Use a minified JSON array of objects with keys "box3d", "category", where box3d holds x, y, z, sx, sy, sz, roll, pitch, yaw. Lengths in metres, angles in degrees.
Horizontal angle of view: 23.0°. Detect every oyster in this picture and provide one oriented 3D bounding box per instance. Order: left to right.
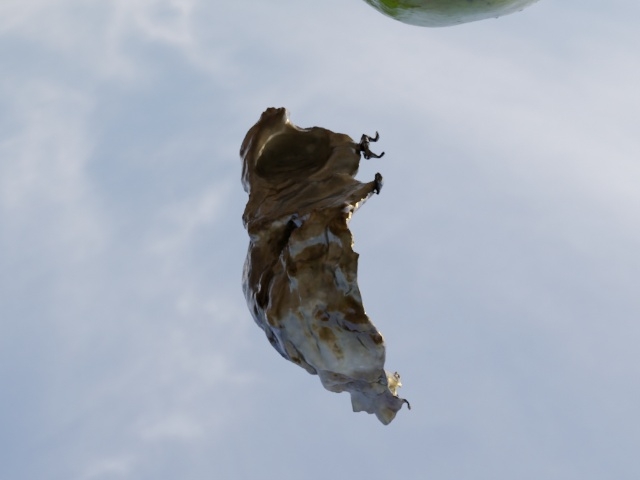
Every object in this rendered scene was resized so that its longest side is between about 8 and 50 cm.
[{"box3d":[-0.002,-0.006,1.320,0.133,0.197,0.337,-1,-139,-11],"category":"oyster"}]

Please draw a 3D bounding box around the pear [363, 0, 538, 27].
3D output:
[{"box3d":[0.082,-0.219,1.001,0.188,0.187,0.219,-12,-162,12],"category":"pear"}]
